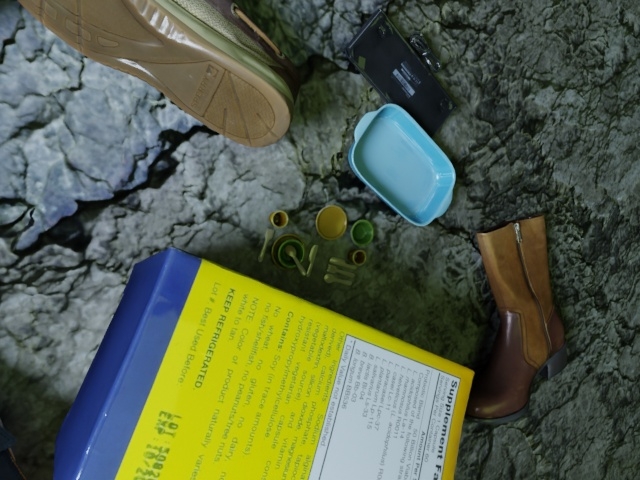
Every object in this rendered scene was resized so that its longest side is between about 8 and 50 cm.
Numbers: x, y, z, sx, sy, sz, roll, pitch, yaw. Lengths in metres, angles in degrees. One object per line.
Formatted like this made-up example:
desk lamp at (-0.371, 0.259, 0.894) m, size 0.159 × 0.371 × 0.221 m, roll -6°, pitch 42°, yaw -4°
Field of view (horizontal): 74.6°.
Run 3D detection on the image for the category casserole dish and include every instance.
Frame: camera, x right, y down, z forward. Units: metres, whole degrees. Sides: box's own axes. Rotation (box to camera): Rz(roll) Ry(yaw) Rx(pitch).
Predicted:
casserole dish at (0.112, -0.102, 0.589) m, size 0.188 × 0.037 × 0.114 m, roll 38°, pitch 79°, yaw -25°

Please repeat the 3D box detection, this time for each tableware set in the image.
tableware set at (0.000, 0.000, 0.554) m, size 0.154 × 0.024 × 0.104 m, roll 18°, pitch 88°, yaw -26°

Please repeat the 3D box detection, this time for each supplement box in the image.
supplement box at (-0.045, 0.171, 0.439) m, size 0.356 × 0.195 × 0.194 m, roll 27°, pitch 70°, yaw -25°

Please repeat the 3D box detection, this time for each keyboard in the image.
keyboard at (0.122, -0.232, 0.588) m, size 0.180 × 0.023 × 0.108 m, roll 41°, pitch 85°, yaw -25°

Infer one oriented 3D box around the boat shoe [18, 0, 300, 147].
boat shoe at (-0.161, -0.237, 0.414) m, size 0.342 × 0.123 × 0.123 m, roll 31°, pitch 52°, yaw -20°

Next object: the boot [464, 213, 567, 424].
boot at (0.298, 0.119, 0.672) m, size 0.264 × 0.096 × 0.281 m, roll -20°, pitch 103°, yaw -22°

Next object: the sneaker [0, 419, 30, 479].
sneaker at (-0.304, 0.230, 0.349) m, size 0.126 × 0.127 × 0.321 m, roll -26°, pitch 102°, yaw -57°
